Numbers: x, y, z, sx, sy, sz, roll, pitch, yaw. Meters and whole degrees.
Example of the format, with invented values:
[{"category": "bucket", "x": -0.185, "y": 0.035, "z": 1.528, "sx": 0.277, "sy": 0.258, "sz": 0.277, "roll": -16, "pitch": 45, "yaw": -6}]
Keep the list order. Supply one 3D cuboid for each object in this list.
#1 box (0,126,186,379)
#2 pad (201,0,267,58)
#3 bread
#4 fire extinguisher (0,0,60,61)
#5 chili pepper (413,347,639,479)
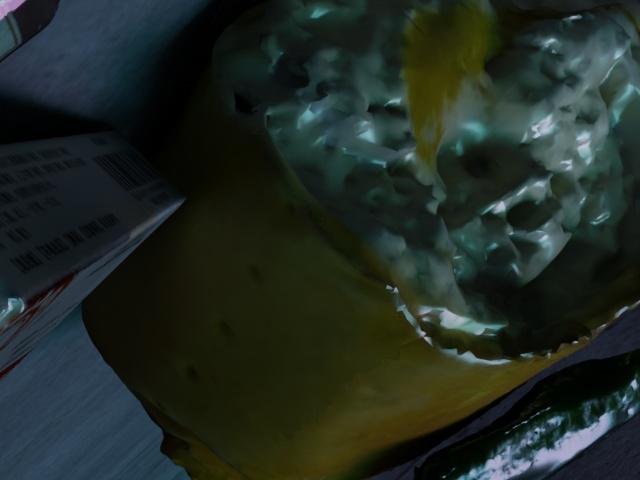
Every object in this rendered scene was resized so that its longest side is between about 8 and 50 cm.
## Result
[{"category": "box", "x": -0.171, "y": 0.050, "z": 0.514, "sx": 0.214, "sy": 0.069, "sz": 0.353, "roll": -44, "pitch": -178, "yaw": 5}, {"category": "pad", "x": 0.029, "y": -0.204, "z": 0.651, "sx": 0.176, "sy": 0.002, "sz": 0.266, "roll": -36, "pitch": 168, "yaw": -37}, {"category": "bread", "x": 0.050, "y": 0.016, "z": 0.838, "sx": 0.361, "sy": 0.250, "sz": 0.394, "roll": -23, "pitch": 161, "yaw": -39}, {"category": "fire extinguisher", "x": -0.139, "y": -0.078, "z": 0.375, "sx": 0.252, "sy": 0.106, "sz": 0.075, "roll": -42, "pitch": 131, "yaw": -14}, {"category": "chili pepper", "x": 0.135, "y": 0.133, "z": 0.815, "sx": 0.216, "sy": 0.062, "sz": 0.108, "roll": -34, "pitch": 170, "yaw": -9}]
